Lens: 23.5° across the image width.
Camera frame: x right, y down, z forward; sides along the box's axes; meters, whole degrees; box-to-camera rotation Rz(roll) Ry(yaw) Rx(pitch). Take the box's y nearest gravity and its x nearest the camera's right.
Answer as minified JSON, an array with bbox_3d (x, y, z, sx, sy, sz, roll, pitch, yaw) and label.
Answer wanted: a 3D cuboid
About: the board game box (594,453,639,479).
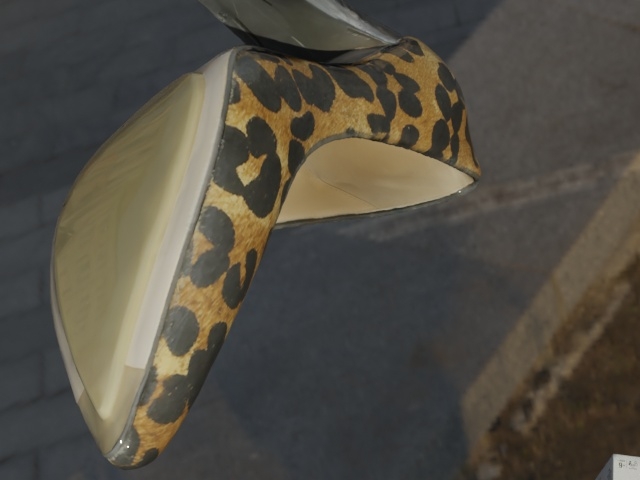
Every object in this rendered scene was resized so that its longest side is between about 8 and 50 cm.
[{"bbox_3d":[0.217,0.150,0.808,0.154,0.103,0.026,7,63,-1],"label":"board game box"}]

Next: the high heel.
[{"bbox_3d":[0.000,0.000,0.579,0.093,0.186,0.261,-29,39,35],"label":"high heel"}]
